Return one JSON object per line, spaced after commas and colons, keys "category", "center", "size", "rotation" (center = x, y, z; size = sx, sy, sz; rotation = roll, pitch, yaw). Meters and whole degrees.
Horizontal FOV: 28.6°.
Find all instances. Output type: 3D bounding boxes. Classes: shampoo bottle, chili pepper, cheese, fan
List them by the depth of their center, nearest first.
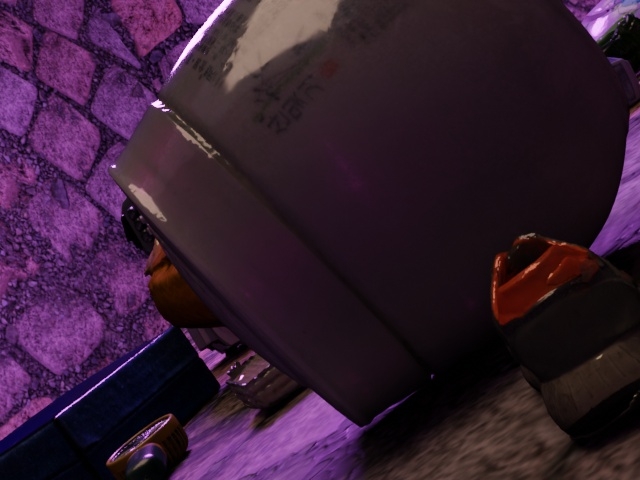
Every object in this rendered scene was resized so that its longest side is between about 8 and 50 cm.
{"category": "shampoo bottle", "center": [0.030, -0.046, 0.787], "size": [0.266, 0.273, 0.273], "rotation": [-47, 4, -1]}
{"category": "fan", "center": [-0.165, 0.212, 1.201], "size": [0.082, 0.039, 0.155], "rotation": [-36, 5, -3]}
{"category": "chili pepper", "center": [0.349, -0.212, 1.613], "size": [0.279, 0.065, 0.122], "rotation": [-40, 7, 8]}
{"category": "cheese", "center": [0.425, -0.290, 1.760], "size": [0.204, 0.083, 0.320], "rotation": [-34, 16, 40]}

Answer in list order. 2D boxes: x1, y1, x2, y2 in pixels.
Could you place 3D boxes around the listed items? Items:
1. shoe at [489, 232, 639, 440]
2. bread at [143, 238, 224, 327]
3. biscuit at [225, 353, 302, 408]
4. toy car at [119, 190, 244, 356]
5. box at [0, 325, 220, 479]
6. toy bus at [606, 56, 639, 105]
{"category": "shoe", "center": [0.111, 0.028, 0.579], "size": [0.074, 0.077, 0.194], "rotation": [-37, 4, 7]}
{"category": "bread", "center": [-0.071, 0.020, 1.435], "size": [0.236, 0.183, 0.388], "rotation": [9, -14, -13]}
{"category": "biscuit", "center": [0.018, 0.073, 1.187], "size": [0.250, 0.046, 0.147], "rotation": [-36, 4, -16]}
{"category": "toy car", "center": [-0.191, 0.029, 1.803], "size": [0.118, 0.301, 0.193], "rotation": [-34, -2, -13]}
{"category": "box", "center": [-0.290, 0.243, 1.475], "size": [0.261, 0.116, 0.279], "rotation": [-35, 1, 27]}
{"category": "toy bus", "center": [0.320, -0.174, 1.443], "size": [0.075, 0.064, 0.190], "rotation": [-24, 5, 8]}
